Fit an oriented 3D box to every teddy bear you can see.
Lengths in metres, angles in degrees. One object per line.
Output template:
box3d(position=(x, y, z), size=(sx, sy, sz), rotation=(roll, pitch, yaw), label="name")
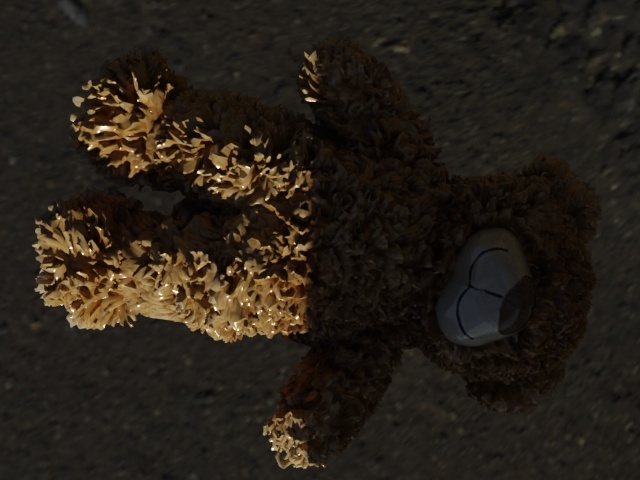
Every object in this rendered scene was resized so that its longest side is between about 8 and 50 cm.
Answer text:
box3d(position=(0.000, 0.000, 0.899), size=(0.338, 0.113, 0.245), rotation=(32, 76, 3), label="teddy bear")

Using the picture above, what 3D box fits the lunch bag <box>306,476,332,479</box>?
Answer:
box3d(position=(-0.015, 0.342, 1.145), size=(0.115, 0.243, 0.303), rotation=(21, 69, 40), label="lunch bag")
